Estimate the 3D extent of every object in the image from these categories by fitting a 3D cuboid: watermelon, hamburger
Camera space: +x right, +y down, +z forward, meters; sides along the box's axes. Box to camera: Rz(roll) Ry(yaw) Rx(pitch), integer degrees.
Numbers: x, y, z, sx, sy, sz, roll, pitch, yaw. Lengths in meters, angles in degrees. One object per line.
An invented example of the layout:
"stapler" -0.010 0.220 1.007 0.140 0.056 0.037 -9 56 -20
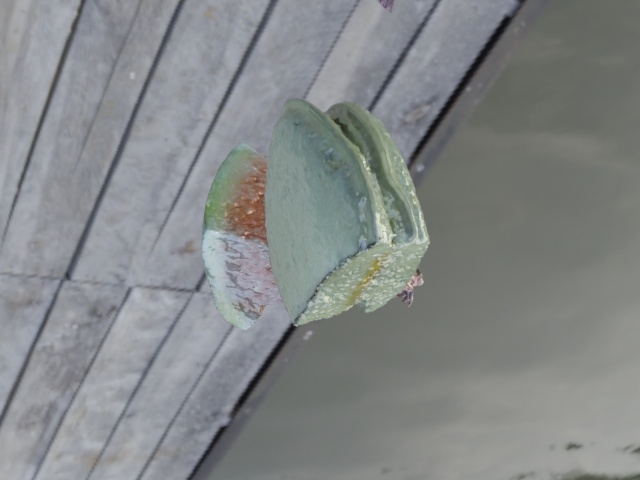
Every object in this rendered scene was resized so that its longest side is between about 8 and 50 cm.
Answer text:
"watermelon" -0.019 -0.012 0.653 0.158 0.098 0.121 -8 142 32
"hamburger" 0.006 -0.018 0.409 0.054 0.084 0.121 -14 164 -14

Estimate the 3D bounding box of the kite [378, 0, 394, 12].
"kite" 0.029 -0.264 0.842 0.152 0.005 0.137 -8 121 46
